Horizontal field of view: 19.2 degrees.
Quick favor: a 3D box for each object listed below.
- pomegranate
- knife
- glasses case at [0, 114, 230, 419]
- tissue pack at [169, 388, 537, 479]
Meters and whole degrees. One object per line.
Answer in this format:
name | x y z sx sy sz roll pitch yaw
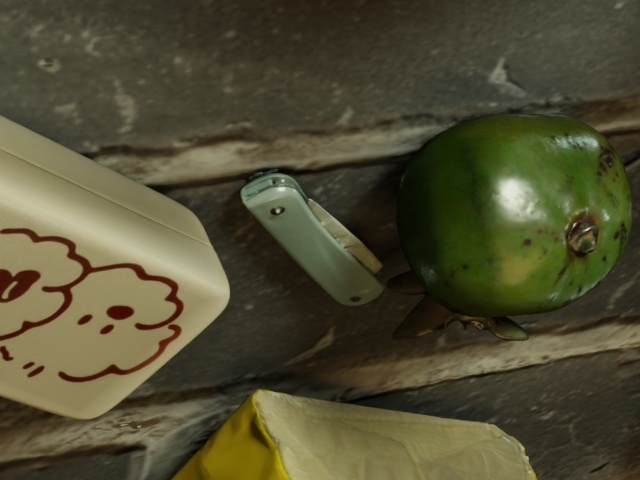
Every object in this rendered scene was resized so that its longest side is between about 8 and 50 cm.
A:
pomegranate | 0.111 0.003 1.214 0.152 0.131 0.191 -3 146 -33
knife | 0.000 0.000 1.225 0.044 0.023 0.162 -20 147 16
glasses case | -0.206 0.000 1.057 0.144 0.076 0.336 -41 142 20
tissue pack | -0.026 0.312 1.429 0.293 0.228 0.382 13 128 -43
